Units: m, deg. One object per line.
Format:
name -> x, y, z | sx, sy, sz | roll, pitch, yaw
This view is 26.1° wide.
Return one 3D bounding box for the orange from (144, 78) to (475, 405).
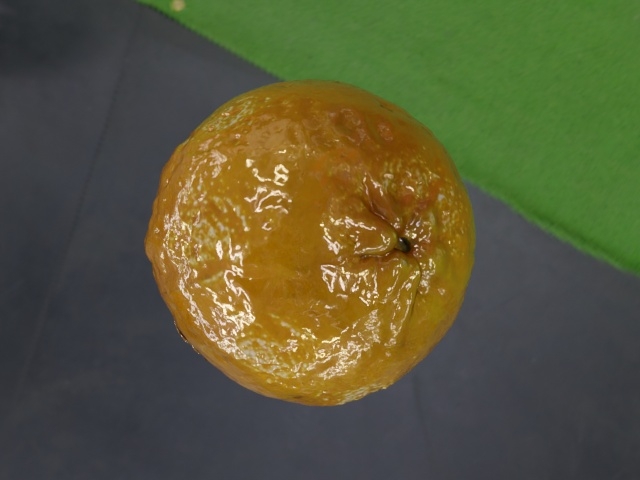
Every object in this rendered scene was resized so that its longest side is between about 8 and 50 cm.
orange -> 0.000, 0.000, 1.417 | 0.293, 0.341, 0.340 | -9, 105, 54
